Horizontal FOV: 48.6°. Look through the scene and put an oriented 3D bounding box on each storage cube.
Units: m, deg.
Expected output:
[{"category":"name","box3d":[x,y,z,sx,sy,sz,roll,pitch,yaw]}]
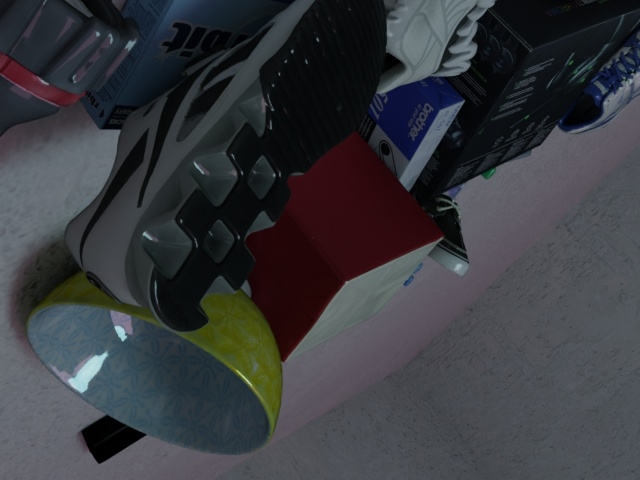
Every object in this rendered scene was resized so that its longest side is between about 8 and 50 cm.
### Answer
[{"category":"storage cube","box3d":[0.000,0.000,0.883,0.215,0.193,0.184,-20,155,-41]}]

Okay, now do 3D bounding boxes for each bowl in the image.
[{"category":"bowl","box3d":[-0.159,0.101,0.799,0.289,0.289,0.156,117,-2,-52]}]

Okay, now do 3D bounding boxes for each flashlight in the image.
[{"category":"flashlight","box3d":[-0.245,-0.050,0.442,0.304,0.103,0.103,-44,162,14]}]

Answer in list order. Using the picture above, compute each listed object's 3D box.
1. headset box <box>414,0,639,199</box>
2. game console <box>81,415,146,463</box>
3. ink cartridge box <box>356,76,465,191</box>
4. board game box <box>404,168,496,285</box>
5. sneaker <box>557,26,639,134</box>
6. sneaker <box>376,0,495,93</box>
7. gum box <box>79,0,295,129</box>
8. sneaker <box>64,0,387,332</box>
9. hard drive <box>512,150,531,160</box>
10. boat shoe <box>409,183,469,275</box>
[{"category":"headset box","box3d":[0.239,-0.220,0.903,0.246,0.131,0.283,-26,158,-31]},{"category":"game console","box3d":[-0.303,0.266,1.189,0.213,0.044,0.361,-30,160,-24]},{"category":"ink cartridge box","box3d":[0.095,-0.133,0.896,0.046,0.097,0.207,-26,159,-31]},{"category":"board game box","box3d":[0.130,-0.012,1.272,0.390,0.050,0.390,-16,148,-45]},{"category":"sneaker","box3d":[0.583,-0.308,1.376,0.131,0.112,0.296,-22,155,-40]},{"category":"sneaker","box3d":[0.097,-0.235,0.660,0.118,0.110,0.292,-25,159,-11]},{"category":"gum box","box3d":[-0.084,-0.167,0.566,0.184,0.041,0.157,-48,160,30]},{"category":"sneaker","box3d":[-0.071,-0.097,0.544,0.330,0.146,0.122,-53,143,-25]},{"category":"hard drive","box3d":[0.332,-0.188,1.246,0.135,0.022,0.094,-18,109,-47]},{"category":"boat shoe","box3d":[0.150,-0.032,0.962,0.077,0.219,0.070,27,108,-30]}]
